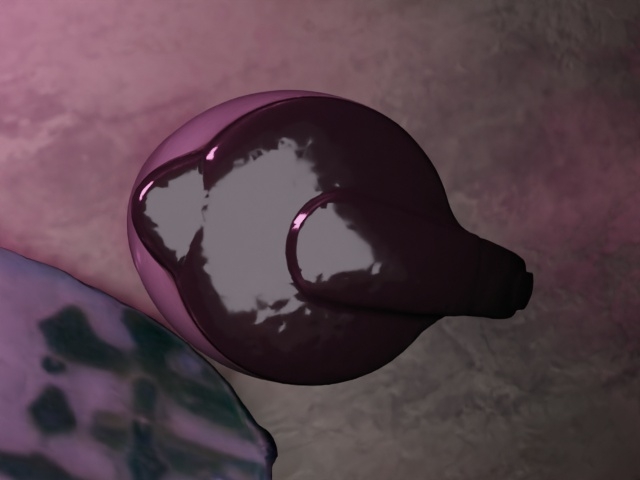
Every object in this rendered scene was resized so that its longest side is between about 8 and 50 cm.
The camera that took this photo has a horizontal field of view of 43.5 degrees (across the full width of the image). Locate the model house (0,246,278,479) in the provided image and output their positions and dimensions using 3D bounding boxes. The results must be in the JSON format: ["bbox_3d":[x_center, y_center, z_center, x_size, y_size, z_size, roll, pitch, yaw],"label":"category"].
[{"bbox_3d":[-0.230,0.199,0.450,0.295,0.251,0.329,24,110,-37],"label":"model house"}]

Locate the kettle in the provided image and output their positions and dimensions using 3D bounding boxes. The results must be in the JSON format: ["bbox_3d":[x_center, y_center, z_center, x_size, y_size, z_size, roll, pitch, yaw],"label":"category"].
[{"bbox_3d":[0.000,0.000,0.467,0.221,0.236,0.161,15,88,-14],"label":"kettle"}]
